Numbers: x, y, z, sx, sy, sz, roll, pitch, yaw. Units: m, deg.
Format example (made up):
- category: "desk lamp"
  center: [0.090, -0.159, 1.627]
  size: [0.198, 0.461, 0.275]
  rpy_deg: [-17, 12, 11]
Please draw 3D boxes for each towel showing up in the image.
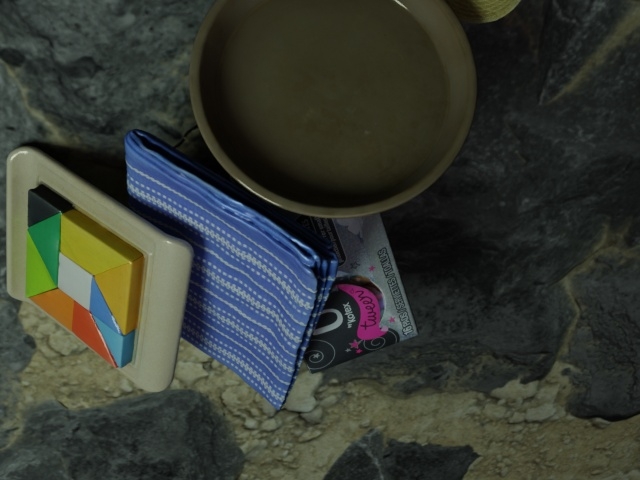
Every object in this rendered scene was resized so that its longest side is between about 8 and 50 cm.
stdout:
- category: "towel"
  center: [-0.113, 0.048, 0.914]
  size: [0.243, 0.040, 0.336]
  rpy_deg: [32, 146, 11]

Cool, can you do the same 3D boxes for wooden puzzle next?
- category: "wooden puzzle"
  center: [-0.255, 0.039, 0.931]
  size: [0.238, 0.044, 0.221]
  rpy_deg: [28, 128, 17]

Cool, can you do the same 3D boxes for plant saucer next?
- category: "plant saucer"
  center: [0.013, -0.152, 0.828]
  size: [0.277, 0.278, 0.041]
  rpy_deg: [-8, 167, -6]

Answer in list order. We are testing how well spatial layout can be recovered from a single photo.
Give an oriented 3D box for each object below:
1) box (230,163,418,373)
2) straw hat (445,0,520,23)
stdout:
- category: "box"
  center: [0.000, 0.000, 0.965]
  size: [0.142, 0.163, 0.247]
  rpy_deg: [-21, 128, 2]
- category: "straw hat"
  center: [0.163, -0.294, 0.842]
  size: [0.061, 0.144, 0.145]
  rpy_deg: [-41, 140, -36]
